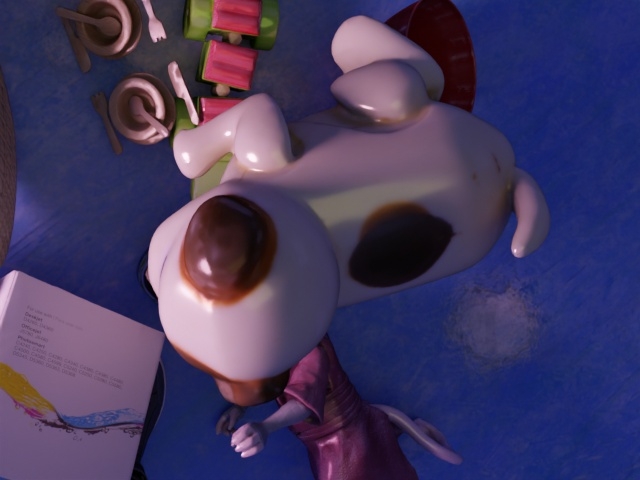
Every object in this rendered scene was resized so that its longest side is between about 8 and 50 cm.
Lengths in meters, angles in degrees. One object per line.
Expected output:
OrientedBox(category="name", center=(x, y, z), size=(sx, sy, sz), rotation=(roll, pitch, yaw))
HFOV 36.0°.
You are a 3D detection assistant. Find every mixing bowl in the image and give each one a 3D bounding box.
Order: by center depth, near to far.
OrientedBox(category="mixing bowl", center=(0.115, -0.215, 1.256), size=(0.181, 0.098, 0.182), rotation=(4, 85, -54))

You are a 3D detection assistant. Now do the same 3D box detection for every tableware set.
OrientedBox(category="tableware set", center=(-0.237, -0.205, 1.167), size=(0.128, 0.039, 0.194), rotation=(-18, 98, 22))

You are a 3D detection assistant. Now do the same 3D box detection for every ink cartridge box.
OrientedBox(category="ink cartridge box", center=(-0.327, 0.207, 1.084), size=(0.197, 0.198, 0.270), rotation=(28, 58, -31))

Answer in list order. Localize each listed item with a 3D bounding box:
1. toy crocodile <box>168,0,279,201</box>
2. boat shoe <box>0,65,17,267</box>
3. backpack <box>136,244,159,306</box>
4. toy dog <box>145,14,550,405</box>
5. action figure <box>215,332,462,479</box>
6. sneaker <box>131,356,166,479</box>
OrientedBox(category="toy crocodile", center=(-0.116, -0.204, 1.207), size=(0.115, 0.105, 0.341), rotation=(6, 96, -16))
OrientedBox(category="boat shoe", center=(-0.449, -0.198, 1.075), size=(0.155, 0.187, 0.501), rotation=(-12, 106, -2))
OrientedBox(category="backpack", center=(-0.170, 0.044, 1.236), size=(0.114, 0.084, 0.105), rotation=(39, 86, -22))
OrientedBox(category="toy dog", center=(0.000, 0.000, 1.072), size=(0.408, 0.395, 0.285), rotation=(-33, 144, -31))
OrientedBox(category="action figure", center=(0.014, 0.210, 1.227), size=(0.275, 0.248, 0.370), rotation=(-29, 107, -11))
OrientedBox(category="sneaker", center=(-0.237, 0.248, 1.206), size=(0.086, 0.163, 0.226), rotation=(16, 92, -15))
